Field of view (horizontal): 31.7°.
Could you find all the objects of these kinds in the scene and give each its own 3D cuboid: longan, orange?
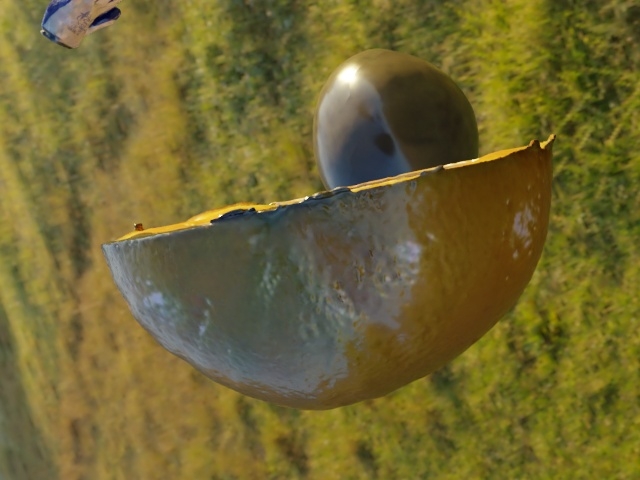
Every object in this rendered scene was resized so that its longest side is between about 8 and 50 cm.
[{"bbox_3d":[0.082,-0.106,1.218,0.198,0.198,0.212,53,165,30],"label":"longan"},{"bbox_3d":[0.000,0.002,0.833,0.310,0.274,0.274,19,140,5],"label":"orange"}]

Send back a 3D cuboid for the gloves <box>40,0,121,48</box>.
[{"bbox_3d":[-0.174,-0.183,0.864,0.026,0.086,0.064,50,-166,14],"label":"gloves"}]
